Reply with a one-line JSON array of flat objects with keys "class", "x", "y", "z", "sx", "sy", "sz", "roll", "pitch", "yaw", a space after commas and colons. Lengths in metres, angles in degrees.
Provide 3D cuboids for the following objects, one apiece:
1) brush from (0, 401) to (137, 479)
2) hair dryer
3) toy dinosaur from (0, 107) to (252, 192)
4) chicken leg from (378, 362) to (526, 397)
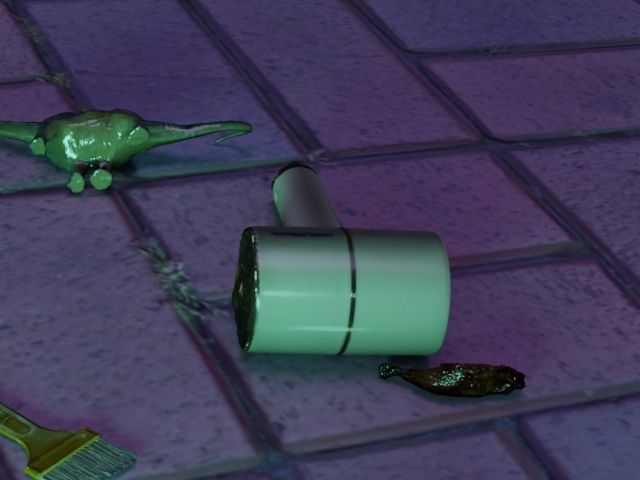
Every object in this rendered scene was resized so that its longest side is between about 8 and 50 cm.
[{"class": "brush", "x": -0.273, "y": 0.167, "z": 1.383, "sx": 0.218, "sy": 0.010, "sz": 0.082, "roll": 26, "pitch": 36, "yaw": 25}, {"class": "hair dryer", "x": 0.000, "y": 0.000, "z": 1.633, "sx": 0.203, "sy": 0.128, "sz": 0.362, "roll": 1, "pitch": 25, "yaw": -11}, {"class": "toy dinosaur", "x": -0.255, "y": -0.119, "z": 1.778, "sx": 0.362, "sy": 0.076, "sz": 0.147, "roll": 0, "pitch": 26, "yaw": -8}, {"class": "chicken leg", "x": 0.132, "y": 0.133, "z": 1.514, "sx": 0.145, "sy": 0.037, "sz": 0.062, "roll": 2, "pitch": 11, "yaw": -13}]
